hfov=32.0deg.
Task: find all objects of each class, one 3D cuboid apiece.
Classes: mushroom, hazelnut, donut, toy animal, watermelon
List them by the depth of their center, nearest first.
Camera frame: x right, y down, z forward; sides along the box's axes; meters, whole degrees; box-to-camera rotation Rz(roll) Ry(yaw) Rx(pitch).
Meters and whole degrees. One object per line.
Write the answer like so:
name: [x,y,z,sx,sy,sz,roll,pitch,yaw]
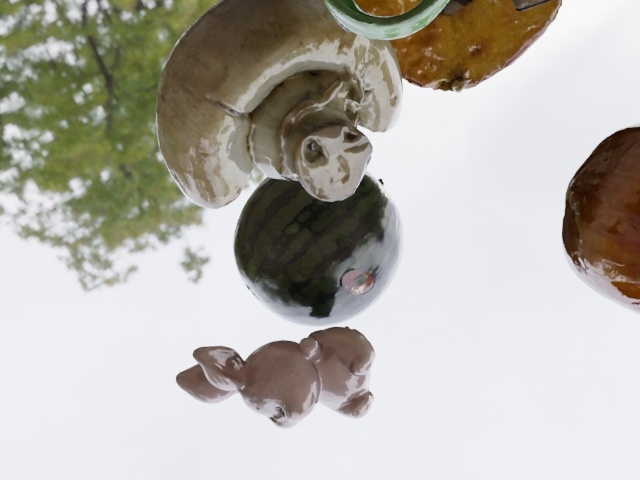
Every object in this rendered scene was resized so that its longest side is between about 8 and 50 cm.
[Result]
hazelnut: [0.261,-0.016,0.858,0.150,0.150,0.150,-14,-143,11]
mushroom: [-0.040,-0.146,1.070,0.254,0.189,0.195,-29,-140,-11]
toy animal: [-0.047,0.162,1.238,0.212,0.124,0.124,-11,-148,-23]
donut: [0.152,-0.297,1.279,0.253,0.253,0.118,-9,-156,17]
watermelon: [0.000,0.000,1.359,0.212,0.212,0.212,-14,-143,11]

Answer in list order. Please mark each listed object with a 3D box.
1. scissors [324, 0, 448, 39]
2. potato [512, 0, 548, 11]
scissors: [0.077,-0.174,0.499,0.204,0.027,0.101,-33,-104,-4]
potato: [0.256,-0.312,1.106,0.172,0.089,0.100,-41,-154,-25]
